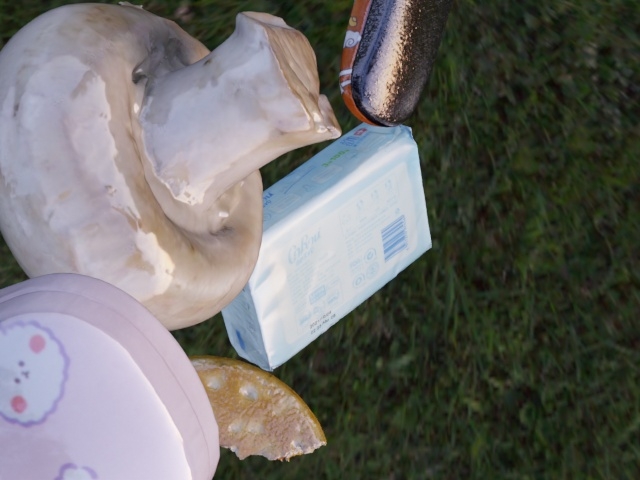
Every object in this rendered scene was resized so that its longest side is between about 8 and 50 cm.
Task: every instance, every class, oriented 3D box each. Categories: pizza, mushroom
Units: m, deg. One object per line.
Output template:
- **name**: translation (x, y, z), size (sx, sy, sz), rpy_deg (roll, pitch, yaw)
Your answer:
- **pizza**: translation (-0.112, 0.208, 1.720), size (0.246, 0.058, 0.127), rpy_deg (6, 73, -3)
- **mushroom**: translation (-0.133, -0.076, 1.178), size (0.290, 0.297, 0.297), rpy_deg (-21, 101, 28)

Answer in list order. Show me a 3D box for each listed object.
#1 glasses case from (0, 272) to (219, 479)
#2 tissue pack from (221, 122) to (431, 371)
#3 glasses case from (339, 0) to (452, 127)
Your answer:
- **glasses case**: translation (-0.175, 0.101, 0.582), size (0.297, 0.075, 0.113), rpy_deg (-22, 106, 27)
- **tissue pack**: translation (0.000, 0.000, 1.520), size (0.263, 0.089, 0.177), rpy_deg (-35, 131, -29)
- **glasses case**: translation (0.085, -0.244, 1.399), size (0.067, 0.103, 0.266), rpy_deg (8, 76, 36)
